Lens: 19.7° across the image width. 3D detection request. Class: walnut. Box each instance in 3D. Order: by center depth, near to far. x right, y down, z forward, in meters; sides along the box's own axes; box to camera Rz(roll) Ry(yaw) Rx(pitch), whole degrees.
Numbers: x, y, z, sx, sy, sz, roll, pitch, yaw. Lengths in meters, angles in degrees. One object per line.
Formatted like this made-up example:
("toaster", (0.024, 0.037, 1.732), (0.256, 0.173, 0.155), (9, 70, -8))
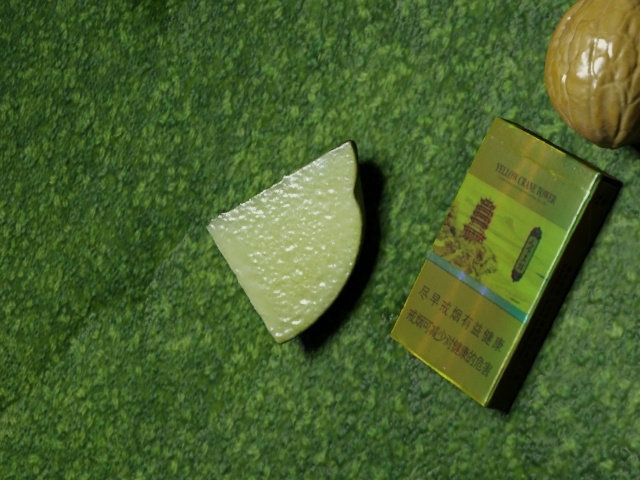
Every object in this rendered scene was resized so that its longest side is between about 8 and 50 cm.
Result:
("walnut", (0.212, -0.126, 1.300), (0.105, 0.105, 0.124), (12, 83, 47))

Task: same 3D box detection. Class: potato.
("potato", (0.000, 0.000, 1.520), (0.149, 0.081, 0.120), (-31, 87, 17))

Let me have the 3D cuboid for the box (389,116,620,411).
("box", (0.135, 0.016, 1.384), (0.121, 0.030, 0.193), (36, 104, 46))
